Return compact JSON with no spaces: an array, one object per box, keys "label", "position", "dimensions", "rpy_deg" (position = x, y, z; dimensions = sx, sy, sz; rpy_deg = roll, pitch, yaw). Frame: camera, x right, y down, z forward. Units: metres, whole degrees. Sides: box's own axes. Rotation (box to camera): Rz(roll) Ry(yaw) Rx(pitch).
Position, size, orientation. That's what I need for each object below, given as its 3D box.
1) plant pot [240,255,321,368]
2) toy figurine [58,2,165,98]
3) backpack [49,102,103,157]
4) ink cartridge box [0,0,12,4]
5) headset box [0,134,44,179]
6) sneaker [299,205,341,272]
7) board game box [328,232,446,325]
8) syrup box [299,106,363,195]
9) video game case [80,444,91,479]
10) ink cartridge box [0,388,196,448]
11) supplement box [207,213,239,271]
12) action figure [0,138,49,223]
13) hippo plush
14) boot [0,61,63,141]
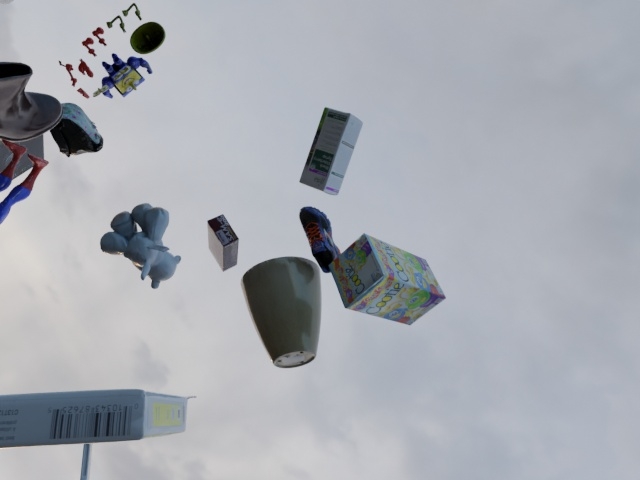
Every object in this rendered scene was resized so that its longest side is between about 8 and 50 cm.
[{"label":"plant pot","position":[-0.100,0.233,1.451],"dimensions":[0.256,0.256,0.274],"rpy_deg":[-47,-136,40]},{"label":"toy figurine","position":[-0.707,-0.632,1.727],"dimensions":[0.191,0.362,0.217],"rpy_deg":[45,-6,5]},{"label":"backpack","position":[-0.872,-0.391,1.694],"dimensions":[0.182,0.151,0.115],"rpy_deg":[75,2,-60]},{"label":"ink cartridge box","position":[-0.897,-0.769,1.365],"dimensions":[0.219,0.160,0.093],"rpy_deg":[-18,-73,19]},{"label":"headset box","position":[-1.060,-0.330,1.587],"dimensions":[0.131,0.246,0.283],"rpy_deg":[39,-39,-3]},{"label":"sneaker","position":[0.000,0.000,1.420],"dimensions":[0.083,0.087,0.221],"rpy_deg":[-23,-77,21]},{"label":"board game box","position":[0.181,0.110,1.281],"dimensions":[0.142,0.275,0.144],"rpy_deg":[-44,-133,27]},{"label":"syrup box","position":[0.032,-0.262,1.434],"dimensions":[0.093,0.096,0.237],"rpy_deg":[24,-83,29]},{"label":"video game case","position":[-0.582,0.540,1.196],"dimensions":[0.157,0.019,0.143],"rpy_deg":[140,-50,-61]},{"label":"ink cartridge box","position":[-0.357,0.257,0.685],"dimensions":[0.307,0.303,0.072],"rpy_deg":[94,-8,-68]},{"label":"supplement box","position":[-0.390,0.014,1.919],"dimensions":[0.130,0.073,0.239],"rpy_deg":[55,-24,17]},{"label":"action figure","position":[-0.587,-0.038,0.796],"dimensions":[0.091,0.139,0.281],"rpy_deg":[28,-90,11]},{"label":"hippo plush","position":[-0.575,0.025,1.676],"dimensions":[0.294,0.234,0.237],"rpy_deg":[27,-18,27]},{"label":"boot","position":[-0.522,-0.236,0.813],"dimensions":[0.206,0.248,0.090],"rpy_deg":[-16,-80,38]}]
